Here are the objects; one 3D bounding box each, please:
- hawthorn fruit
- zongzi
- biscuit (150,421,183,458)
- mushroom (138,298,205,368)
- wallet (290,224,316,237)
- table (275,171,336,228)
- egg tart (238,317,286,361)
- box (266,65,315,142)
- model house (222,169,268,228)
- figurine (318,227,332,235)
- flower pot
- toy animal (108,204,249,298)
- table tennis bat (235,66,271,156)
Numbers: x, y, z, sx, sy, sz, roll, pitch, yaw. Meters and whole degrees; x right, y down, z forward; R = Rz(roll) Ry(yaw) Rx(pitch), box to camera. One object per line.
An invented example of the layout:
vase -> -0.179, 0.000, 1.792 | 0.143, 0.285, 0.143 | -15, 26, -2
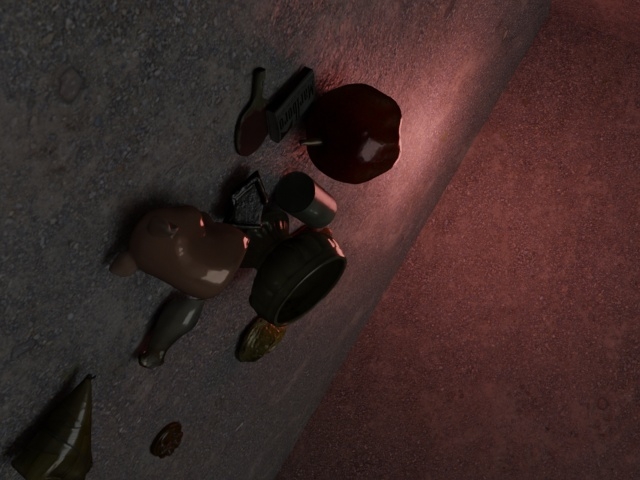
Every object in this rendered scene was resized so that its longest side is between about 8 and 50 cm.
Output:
hawthorn fruit -> 0.068, -0.292, 1.680 | 0.330, 0.287, 0.287 | -16, 135, -40
zongzi -> -0.573, 0.445, 1.410 | 0.228, 0.114, 0.256 | 79, 35, -66
biscuit -> -0.497, 0.660, 1.963 | 0.124, 0.026, 0.175 | -49, 157, -24
mushroom -> -0.386, 0.236, 1.552 | 0.225, 0.093, 0.116 | -61, -179, -10
wallet -> -0.076, 0.047, 2.071 | 0.142, 0.045, 0.204 | -37, 150, -46
table -> -0.039, -0.118, 1.815 | 0.126, 0.126, 0.220 | -59, 160, 0
egg tart -> -0.197, 0.352, 2.148 | 0.232, 0.098, 0.252 | -60, 163, 11
box -> -0.073, -0.348, 1.537 | 0.177, 0.035, 0.115 | -55, 163, -24
model house -> -0.189, -0.109, 1.553 | 0.165, 0.106, 0.152 | -123, -134, -74
figurine -> 0.000, 0.000, 2.183 | 0.109, 0.047, 0.064 | -55, 168, 13
flower pot -> -0.103, 0.071, 1.717 | 0.307, 0.244, 0.307 | -37, 158, -18
toy animal -> -0.288, 0.011, 1.321 | 0.195, 0.256, 0.213 | -41, -149, 29
table tennis bat -> -0.157, -0.306, 1.445 | 0.131, 0.022, 0.234 | -41, 154, -42
